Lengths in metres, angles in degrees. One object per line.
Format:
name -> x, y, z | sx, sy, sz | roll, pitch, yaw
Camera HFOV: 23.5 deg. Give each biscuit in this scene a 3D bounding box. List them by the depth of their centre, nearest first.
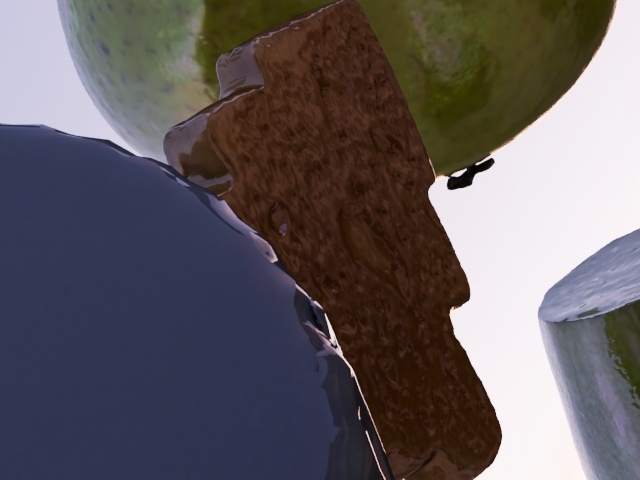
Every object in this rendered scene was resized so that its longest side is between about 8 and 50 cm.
biscuit -> 0.000, 0.000, 0.635 | 0.212, 0.041, 0.239 | 30, -132, -39

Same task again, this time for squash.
squash -> 0.197, 0.061, 0.818 | 0.170, 0.170, 0.123 | -43, -74, -46

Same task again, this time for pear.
pear -> -0.003, -0.195, 0.865 | 0.318, 0.342, 0.238 | 75, -168, -48

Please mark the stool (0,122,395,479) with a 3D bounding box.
stool -> -0.089, 0.164, 0.444 | 0.297, 0.297, 0.330 | -53, -32, -33
